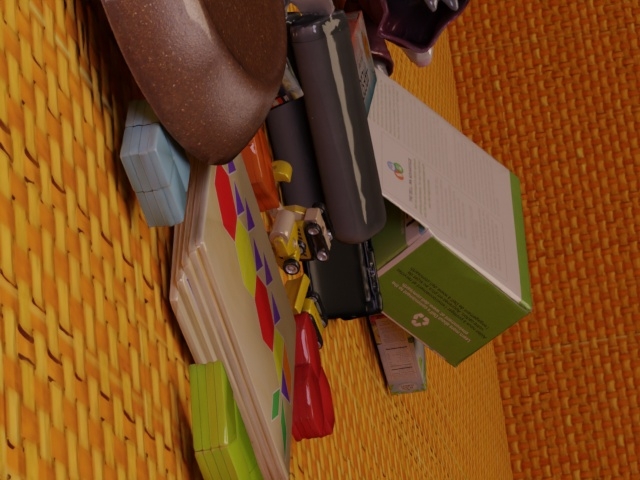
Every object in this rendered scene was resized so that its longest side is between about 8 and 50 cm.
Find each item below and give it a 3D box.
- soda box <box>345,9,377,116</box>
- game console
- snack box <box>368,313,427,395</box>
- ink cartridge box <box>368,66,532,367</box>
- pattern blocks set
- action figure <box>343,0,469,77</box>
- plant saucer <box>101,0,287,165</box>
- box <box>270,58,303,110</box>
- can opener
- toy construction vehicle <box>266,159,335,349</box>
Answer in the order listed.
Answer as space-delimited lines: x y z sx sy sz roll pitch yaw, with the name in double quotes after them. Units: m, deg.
0.004 -0.119 1.340 0.183 0.058 0.063 -73 151 -69 "soda box"
0.000 0.000 1.339 0.107 0.071 0.122 161 -78 -69 "game console"
0.069 0.056 1.623 0.141 0.037 0.100 -89 167 -49 "snack box"
0.057 -0.041 1.532 0.255 0.097 0.189 36 32 -24 "ink cartridge box"
-0.045 0.034 0.962 0.285 0.026 0.325 -84 162 -61 "pattern blocks set"
0.066 -0.249 1.669 0.276 0.248 0.370 41 -8 1 "action figure"
-0.058 -0.136 0.865 0.198 0.036 0.198 -14 90 -74 "plant saucer"
-0.052 -0.141 1.044 0.137 0.027 0.094 54 12 -70 "box"
-0.024 -0.124 1.195 0.093 0.074 0.280 -36 119 -42 "can opener"
-0.020 0.009 1.156 0.098 0.035 0.086 69 25 -42 "toy construction vehicle"
